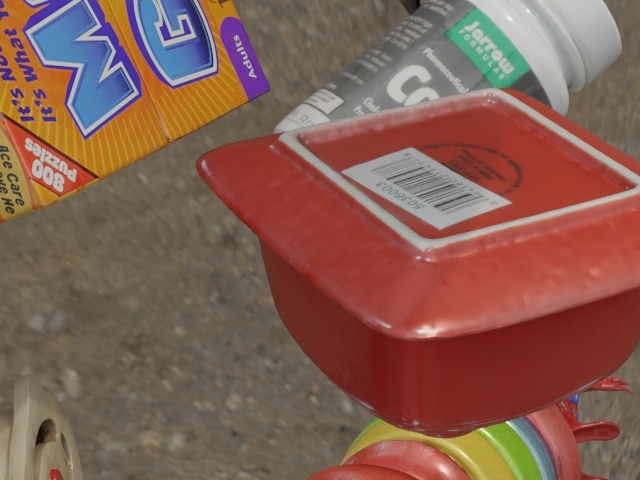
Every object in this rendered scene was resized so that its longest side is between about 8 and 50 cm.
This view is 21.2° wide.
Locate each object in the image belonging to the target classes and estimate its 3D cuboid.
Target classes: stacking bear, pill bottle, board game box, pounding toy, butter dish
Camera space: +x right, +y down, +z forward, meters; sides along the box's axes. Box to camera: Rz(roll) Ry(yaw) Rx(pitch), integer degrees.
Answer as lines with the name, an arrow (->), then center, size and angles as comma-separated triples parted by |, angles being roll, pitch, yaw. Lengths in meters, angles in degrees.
stacking bear -> 0.068, 0.187, 1.186 | 0.164, 0.289, 0.175 | 24, 106, 19
pill bottle -> 0.142, -0.155, 1.885 | 0.361, 0.204, 0.204 | -41, 75, -8
board game box -> -0.332, -0.192, 1.473 | 0.356, 0.356, 0.356 | -19, 99, 33
pounding toy -> -0.297, 0.206, 1.470 | 0.155, 0.154, 0.269 | -11, 43, 5
butter dish -> 0.050, 0.022, 0.652 | 0.160, 0.118, 0.160 | -13, 33, -28

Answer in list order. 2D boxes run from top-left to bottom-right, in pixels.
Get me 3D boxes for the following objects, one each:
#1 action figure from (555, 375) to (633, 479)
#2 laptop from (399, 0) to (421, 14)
action figure -> 0.266, 0.143, 1.662 | 0.139, 0.280, 0.091 | 0, 114, -9
laptop -> -0.017, -0.351, 1.883 | 0.136, 0.234, 0.264 | -33, 73, -4
